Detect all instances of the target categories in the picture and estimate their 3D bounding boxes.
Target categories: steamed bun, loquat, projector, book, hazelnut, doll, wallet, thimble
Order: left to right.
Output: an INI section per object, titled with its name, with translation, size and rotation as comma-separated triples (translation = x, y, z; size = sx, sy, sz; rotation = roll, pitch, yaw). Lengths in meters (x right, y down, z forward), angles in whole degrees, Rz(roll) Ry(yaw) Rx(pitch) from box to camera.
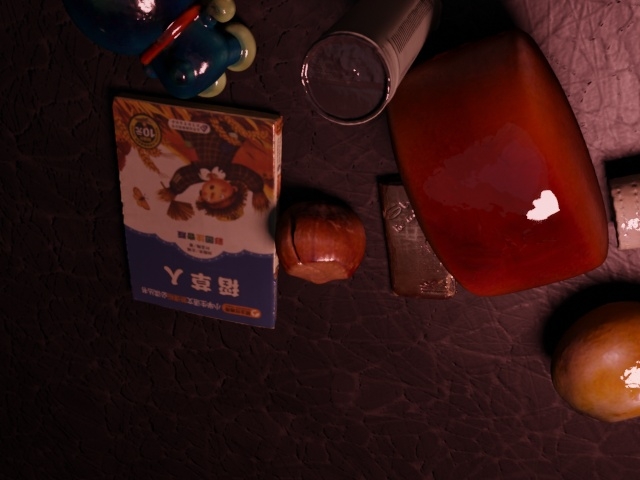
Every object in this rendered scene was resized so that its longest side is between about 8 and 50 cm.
[doll]
translation = -0.246, -0.343, 1.019
size = 0.322, 0.186, 0.198
rotation = 43, 122, -14
[book]
translation = -0.218, -0.043, 1.270
size = 0.300, 0.039, 0.428
rotation = 10, 121, 11
[hazelnut]
translation = 0.000, 0.000, 1.185
size = 0.154, 0.143, 0.143
rotation = 0, 120, 8
[projector]
translation = 0.077, -0.256, 0.882
size = 0.108, 0.337, 0.108
rotation = 9, 124, 15
[wallet]
translation = 0.168, -0.001, 1.185
size = 0.121, 0.031, 0.232
rotation = 1, 119, 18
[steamed bun]
translation = 0.247, -0.077, 0.955
size = 0.235, 0.248, 0.379
rotation = -18, 126, 25
[loquat]
translation = 0.479, 0.194, 1.127
size = 0.227, 0.179, 0.179
rotation = -35, 105, 26
[thimble]
translation = 0.476, -0.044, 1.028
size = 0.090, 0.102, 0.115
rotation = -10, 145, 21
